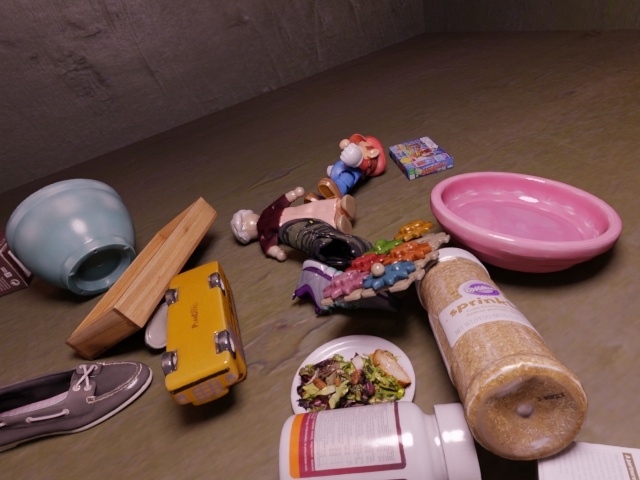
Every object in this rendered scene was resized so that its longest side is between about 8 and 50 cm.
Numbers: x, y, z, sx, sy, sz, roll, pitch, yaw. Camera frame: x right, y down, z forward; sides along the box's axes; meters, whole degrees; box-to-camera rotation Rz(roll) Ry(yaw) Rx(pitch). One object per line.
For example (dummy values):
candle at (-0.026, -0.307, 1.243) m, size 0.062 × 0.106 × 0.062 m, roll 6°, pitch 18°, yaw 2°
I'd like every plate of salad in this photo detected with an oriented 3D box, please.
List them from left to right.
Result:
plate of salad at (0.047, 0.218, 0.652) m, size 0.199 × 0.048 × 0.200 m, roll -12°, pitch 33°, yaw 8°

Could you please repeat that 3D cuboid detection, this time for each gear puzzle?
gear puzzle at (0.137, 0.014, 0.752) m, size 0.175 × 0.044 × 0.339 m, roll -18°, pitch 10°, yaw 35°

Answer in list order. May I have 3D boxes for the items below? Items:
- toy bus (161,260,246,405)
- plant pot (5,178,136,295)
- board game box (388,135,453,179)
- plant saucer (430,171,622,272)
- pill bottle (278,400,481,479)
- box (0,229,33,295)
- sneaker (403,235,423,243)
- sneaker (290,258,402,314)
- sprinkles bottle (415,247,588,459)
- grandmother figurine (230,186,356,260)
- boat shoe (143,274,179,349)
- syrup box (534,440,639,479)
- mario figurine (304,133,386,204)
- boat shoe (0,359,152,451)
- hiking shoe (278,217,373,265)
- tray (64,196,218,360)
toy bus at (-0.215, 0.164, 0.773) m, size 0.108 × 0.130 × 0.333 m, roll -20°, pitch 32°, yaw -8°
plant pot at (-0.608, 0.016, 1.075) m, size 0.293 × 0.293 × 0.196 m, roll -35°, pitch 63°, yaw -27°
board game box at (0.302, -0.257, 1.267) m, size 0.136 × 0.035 × 0.201 m, roll -16°, pitch 32°, yaw 1°
plant saucer at (0.380, -0.040, 0.806) m, size 0.331 × 0.084 × 0.332 m, roll 1°, pitch 31°, yaw 0°
pill bottle at (0.070, 0.263, 0.503) m, size 0.221 × 0.121 × 0.121 m, roll -10°, pitch 33°, yaw 9°
box at (-1.080, 0.107, 1.248) m, size 0.381 × 0.143 × 0.191 m, roll -23°, pitch 33°, yaw -6°
sneaker at (0.188, 0.022, 0.894) m, size 0.119 × 0.047 × 0.057 m, roll -34°, pitch 48°, yaw -24°
sneaker at (0.047, 0.115, 0.808) m, size 0.223 × 0.083 × 0.098 m, roll 19°, pitch 79°, yaw 34°
sprinkles bottle at (0.216, 0.120, 0.571) m, size 0.121 × 0.121 × 0.355 m, roll -12°, pitch 16°, yaw 8°
grandmother figurine at (-0.087, -0.039, 1.060) m, size 0.342 × 0.104 × 0.208 m, roll -2°, pitch 50°, yaw 26°
boat shoe at (-0.339, 0.164, 0.910) m, size 0.065 × 0.075 × 0.206 m, roll -39°, pitch 26°, yaw 25°
syrup box at (0.340, 0.271, 0.394) m, size 0.236 × 0.093 × 0.096 m, roll -2°, pitch 34°, yaw 22°
mario figurine at (0.061, -0.217, 1.196) m, size 0.198 × 0.170 × 0.320 m, roll 7°, pitch 41°, yaw 35°
boat shoe at (-0.482, 0.284, 0.744) m, size 0.334 × 0.096 × 0.112 m, roll -19°, pitch 32°, yaw -4°
hiking shoe at (0.000, 0.000, 0.897) m, size 0.226 × 0.086 × 0.114 m, roll 15°, pitch 5°, yaw 20°
tray at (-0.401, 0.072, 0.986) m, size 0.202 × 0.076 × 0.411 m, roll -31°, pitch 25°, yaw 28°
